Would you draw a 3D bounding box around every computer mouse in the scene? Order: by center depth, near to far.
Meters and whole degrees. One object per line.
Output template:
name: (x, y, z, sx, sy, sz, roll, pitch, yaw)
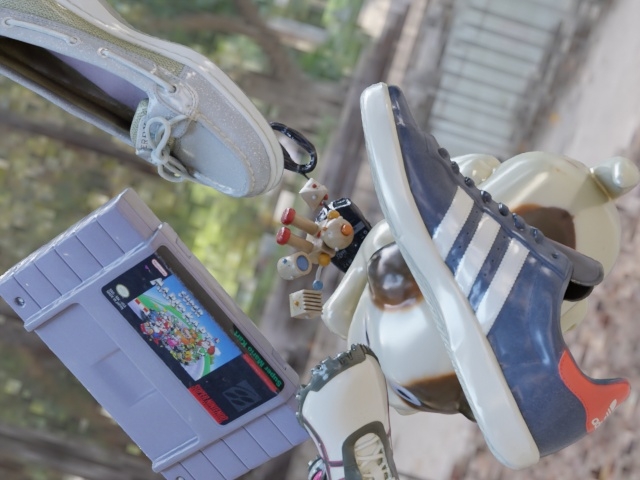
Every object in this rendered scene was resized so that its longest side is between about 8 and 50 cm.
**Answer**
computer mouse: (0.003, -0.051, 2.362, 0.071, 0.242, 0.041, -35, -2, 9)

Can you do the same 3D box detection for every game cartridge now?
game cartridge: (-0.183, 0.127, 2.134, 0.230, 0.355, 0.068, -31, 16, 38)

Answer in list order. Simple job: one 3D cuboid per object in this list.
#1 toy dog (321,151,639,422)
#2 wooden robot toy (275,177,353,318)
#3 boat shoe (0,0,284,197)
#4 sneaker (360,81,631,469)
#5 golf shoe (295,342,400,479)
toy dog: (0.191, 0.071, 2.207, 0.395, 0.284, 0.408, -20, 11, 36)
wooden robot toy: (0.000, 0.000, 2.111, 0.079, 0.076, 0.173, -19, 52, 49)
boat shoe: (-0.177, -0.129, 1.637, 0.103, 0.320, 0.118, -50, -7, -32)
sneaker: (0.150, 0.011, 1.576, 0.131, 0.148, 0.350, 64, -178, -82)
golf shoe: (0.046, 0.221, 1.954, 0.120, 0.105, 0.273, 47, 154, 38)
